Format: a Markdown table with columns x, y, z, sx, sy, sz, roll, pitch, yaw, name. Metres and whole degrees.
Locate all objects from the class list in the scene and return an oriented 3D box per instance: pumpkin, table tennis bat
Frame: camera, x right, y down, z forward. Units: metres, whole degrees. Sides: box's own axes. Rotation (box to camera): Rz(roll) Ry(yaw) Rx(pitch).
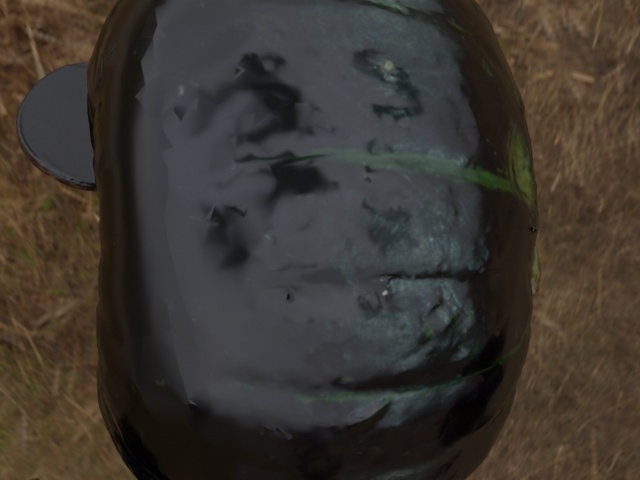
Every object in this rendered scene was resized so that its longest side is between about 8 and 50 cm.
| x | y | z | sx | sy | sz | roll | pitch | yaw | name |
| --- | --- | --- | --- | --- | --- | --- | --- | --- | --- |
| 0.000 | 0.000 | 0.750 | 0.238 | 0.315 | 0.315 | 0 | 71 | -14 | pumpkin |
| -0.121 | -0.085 | 0.896 | 0.095 | 0.014 | 0.158 | 27 | 46 | 7 | table tennis bat |

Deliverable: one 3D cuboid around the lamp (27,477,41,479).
| x | y | z | sx | sy | sz | roll | pitch | yaw | name |
| --- | --- | --- | --- | --- | --- | --- | --- | --- | --- |
| -0.232 | 0.255 | 0.878 | 0.274 | 0.177 | 0.177 | -26 | 71 | 12 | lamp |
